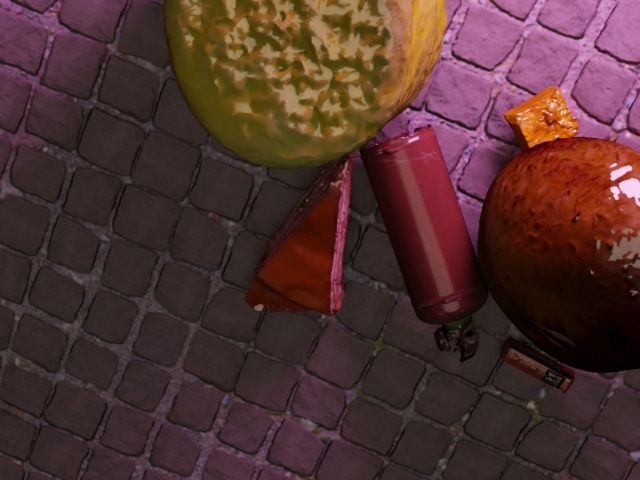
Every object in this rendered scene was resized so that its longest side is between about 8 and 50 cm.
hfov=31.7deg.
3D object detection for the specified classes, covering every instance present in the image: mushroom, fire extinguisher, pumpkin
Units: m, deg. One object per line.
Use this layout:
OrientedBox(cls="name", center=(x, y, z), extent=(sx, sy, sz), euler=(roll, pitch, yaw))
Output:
OrientedBox(cls="mushroom", center=(0.387, 0.007, 1.401), extent=(0.356, 0.331, 0.334), euler=(-27, 86, -1))
OrientedBox(cls="fire extinguisher", center=(0.151, 0.017, 1.522), extent=(0.106, 0.147, 0.337), euler=(-19, 97, -2))
OrientedBox(cls="pumpkin", center=(0.290, -0.153, 1.484), extent=(0.083, 0.054, 0.074), euler=(-31, 107, -7))

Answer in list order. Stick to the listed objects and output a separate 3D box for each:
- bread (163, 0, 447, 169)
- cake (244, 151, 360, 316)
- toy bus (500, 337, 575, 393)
OrientedBox(cls="bread", center=(-0.019, -0.253, 1.348), extent=(0.348, 0.308, 0.348), euler=(2, 113, 4))
OrientedBox(cls="cake", center=(0.003, -0.003, 1.519), extent=(0.135, 0.098, 0.287), euler=(31, 126, 5))
OrientedBox(cls="toy bus", center=(0.307, 0.177, 1.595), extent=(0.110, 0.043, 0.031), euler=(28, 108, -4))
